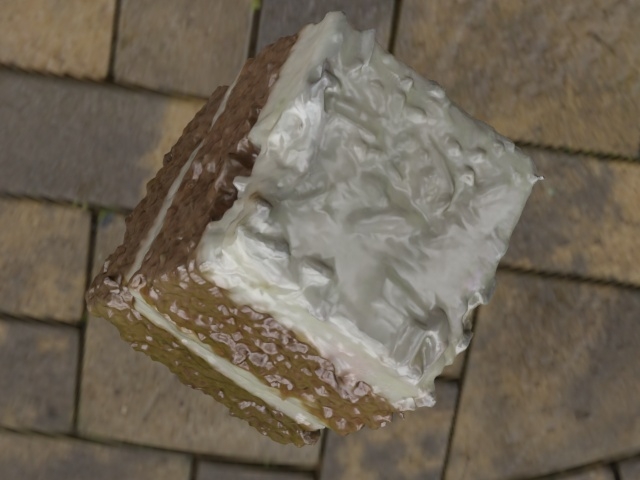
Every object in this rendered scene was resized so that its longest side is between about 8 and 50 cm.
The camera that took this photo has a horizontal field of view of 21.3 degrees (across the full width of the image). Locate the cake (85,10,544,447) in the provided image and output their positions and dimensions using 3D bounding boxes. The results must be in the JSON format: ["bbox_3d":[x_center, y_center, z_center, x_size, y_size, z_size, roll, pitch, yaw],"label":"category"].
[{"bbox_3d":[0.000,0.000,0.715,0.134,0.147,0.135,37,63,-23],"label":"cake"}]
